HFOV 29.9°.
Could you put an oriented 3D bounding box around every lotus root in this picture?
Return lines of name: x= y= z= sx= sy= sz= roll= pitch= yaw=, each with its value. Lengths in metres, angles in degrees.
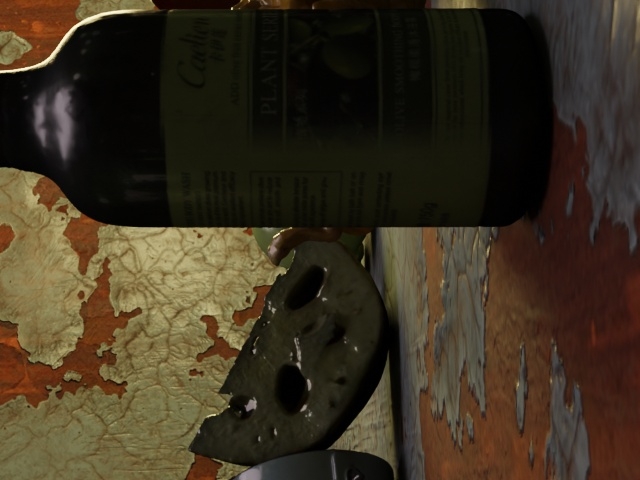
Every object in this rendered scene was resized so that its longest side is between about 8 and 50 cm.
lotus root: x=-0.017 y=0.120 z=1.124 sx=0.235 sy=0.138 sz=0.119 roll=-57 pitch=-19 yaw=-6

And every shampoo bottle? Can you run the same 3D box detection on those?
shampoo bottle: x=-0.046 y=-0.055 z=0.549 sx=0.101 sy=0.284 sz=0.101 roll=180 pitch=90 yaw=-88

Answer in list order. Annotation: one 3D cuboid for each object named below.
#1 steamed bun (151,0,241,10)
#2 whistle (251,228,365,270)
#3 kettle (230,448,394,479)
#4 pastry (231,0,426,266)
steamed bun: x=-0.064 y=-0.395 z=1.151 sx=0.235 sy=0.248 sz=0.379 roll=-92 pitch=-8 yaw=-65
whistle: x=0.007 y=-0.008 z=1.368 sx=0.294 sy=0.141 sz=0.141 roll=51 pitch=-145 yaw=-66
kettle: x=0.021 y=0.309 z=1.023 sx=0.210 sy=0.160 sz=0.243 roll=-47 pitch=42 yaw=42
pastry: x=0.012 y=-0.108 z=0.698 sx=0.154 sy=0.102 sz=0.250 roll=40 pitch=-137 yaw=-63
